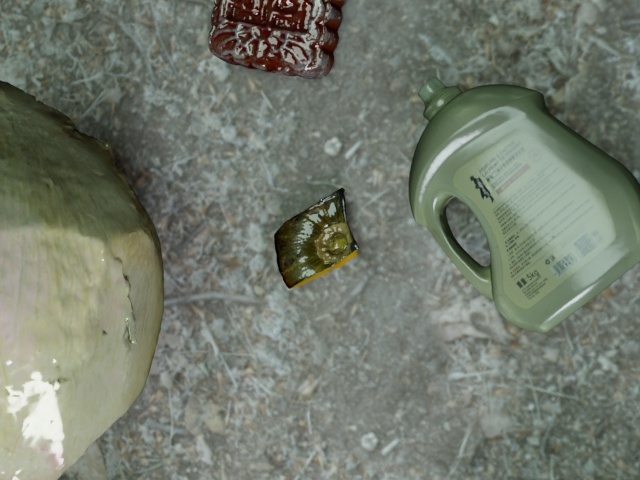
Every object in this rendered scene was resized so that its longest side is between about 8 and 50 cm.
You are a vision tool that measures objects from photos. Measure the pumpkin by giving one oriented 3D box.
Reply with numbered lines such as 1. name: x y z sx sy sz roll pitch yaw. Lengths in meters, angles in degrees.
1. pumpkin: -0.001 0.000 0.927 0.101 0.035 0.073 -28 73 21

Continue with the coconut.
1. coconut: -0.336 0.029 0.858 0.404 0.404 0.405 1 93 18

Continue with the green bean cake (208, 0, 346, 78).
1. green bean cake: -0.045 -0.242 0.914 0.135 0.056 0.136 13 97 16

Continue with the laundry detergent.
1. laundry detergent: 0.179 -0.050 0.832 0.181 0.091 0.253 -43 80 22
